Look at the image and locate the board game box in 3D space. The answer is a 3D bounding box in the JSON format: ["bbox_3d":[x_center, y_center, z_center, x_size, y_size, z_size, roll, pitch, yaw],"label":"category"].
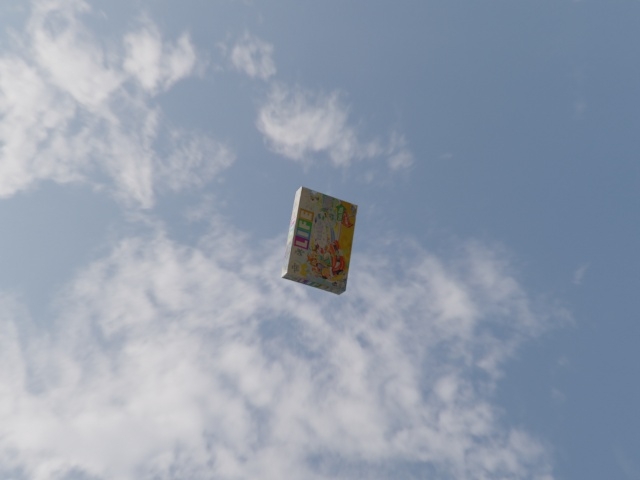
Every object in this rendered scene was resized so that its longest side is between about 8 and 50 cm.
[{"bbox_3d":[0.000,0.000,1.146,0.103,0.026,0.154,17,-116,-18],"label":"board game box"}]
